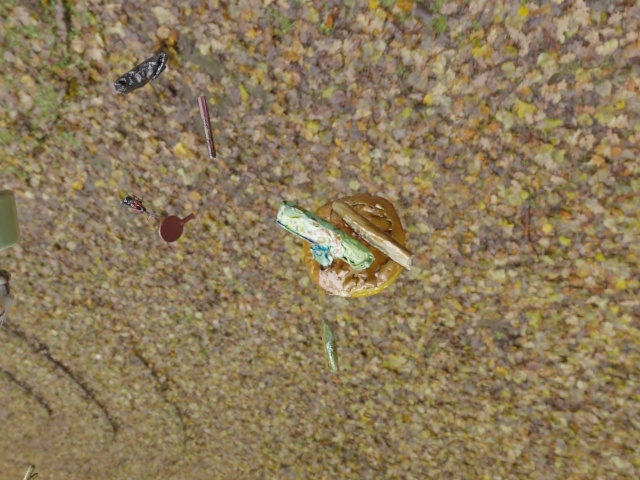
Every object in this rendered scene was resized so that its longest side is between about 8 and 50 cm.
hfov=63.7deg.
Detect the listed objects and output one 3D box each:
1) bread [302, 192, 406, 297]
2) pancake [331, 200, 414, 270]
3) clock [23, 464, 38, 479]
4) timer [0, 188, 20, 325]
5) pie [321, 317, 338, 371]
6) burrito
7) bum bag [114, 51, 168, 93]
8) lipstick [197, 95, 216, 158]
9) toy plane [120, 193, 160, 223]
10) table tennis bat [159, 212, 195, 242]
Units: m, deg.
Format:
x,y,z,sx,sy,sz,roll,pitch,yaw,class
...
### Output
x,y,z,sx,sy,sz,roll,pitch,yaw,class
0.123,0.025,1.696,0.337,0.357,0.204,-20,148,16,bread
0.165,-0.012,1.414,0.266,0.245,0.057,44,103,26,pancake
-0.794,0.758,1.352,0.096,0.235,0.307,-10,89,52,clock
-0.808,0.065,1.171,0.291,0.291,0.314,-5,105,32,timer
0.033,0.356,1.751,0.041,0.186,0.186,-8,136,-4,pie
0.000,0.000,1.303,0.288,0.054,0.104,30,104,11,burrito
-0.354,-0.333,1.026,0.034,0.125,0.058,54,165,3,bum bag
-0.318,-0.318,1.453,0.027,0.027,0.176,-11,91,35,lipstick
-0.560,-0.098,1.607,0.145,0.037,0.060,38,-175,-39,toy plane
-0.515,-0.054,1.854,0.019,0.155,0.098,15,131,37,table tennis bat
